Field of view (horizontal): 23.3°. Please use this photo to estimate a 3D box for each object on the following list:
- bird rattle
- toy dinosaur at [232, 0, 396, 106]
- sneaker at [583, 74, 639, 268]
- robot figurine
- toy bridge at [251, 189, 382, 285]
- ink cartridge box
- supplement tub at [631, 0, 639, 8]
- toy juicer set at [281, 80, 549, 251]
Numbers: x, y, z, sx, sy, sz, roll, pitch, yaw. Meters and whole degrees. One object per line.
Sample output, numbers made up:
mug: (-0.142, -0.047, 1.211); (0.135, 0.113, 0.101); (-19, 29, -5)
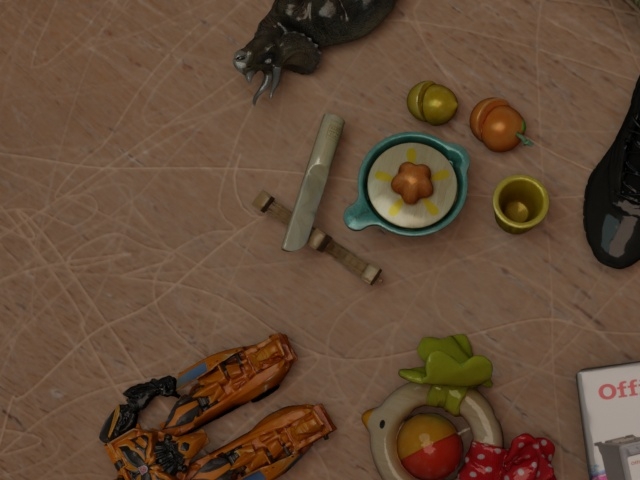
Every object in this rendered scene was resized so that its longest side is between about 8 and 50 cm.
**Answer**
bird rattle: (0.167, 0.244, 1.903); (0.207, 0.143, 0.253); (-28, 93, 17)
toy dinosaur: (0.018, -0.311, 1.982); (0.314, 0.121, 0.160); (-28, 92, 1)
sneaker: (0.390, -0.106, 1.873); (0.109, 0.130, 0.286); (17, 88, 9)
robot figurine: (-0.141, 0.244, 1.949); (0.291, 0.085, 0.211); (-30, 79, 5)
toy bridge: (0.000, 0.000, 1.961); (0.188, 0.063, 0.026); (34, 90, 9)
ink cartridge box: (0.430, 0.288, 1.825); (0.226, 0.131, 0.306); (-10, 84, 9)
supplement tub: (0.424, -0.394, 1.843); (0.235, 0.235, 0.325); (-45, 79, 3)
toy juicer set: (0.109, -0.102, 1.914); (0.329, 0.089, 0.209); (-4, 74, 0)
